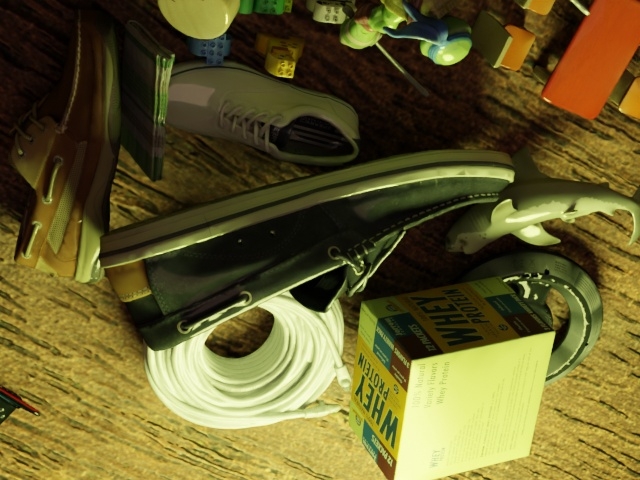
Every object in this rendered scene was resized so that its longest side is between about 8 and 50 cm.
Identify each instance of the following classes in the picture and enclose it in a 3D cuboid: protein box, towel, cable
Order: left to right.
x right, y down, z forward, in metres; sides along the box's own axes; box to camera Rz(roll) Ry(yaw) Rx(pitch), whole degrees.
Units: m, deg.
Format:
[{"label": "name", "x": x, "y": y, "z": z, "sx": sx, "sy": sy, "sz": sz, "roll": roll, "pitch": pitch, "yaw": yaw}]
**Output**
[{"label": "towel", "x": -0.193, "y": -0.155, "z": 1.355, "sx": 0.023, "sy": 0.113, "sz": 0.152, "roll": -8, "pitch": 123, "yaw": -26}, {"label": "cable", "x": -0.097, "y": 0.121, "z": 1.545, "sx": 0.257, "sy": 0.089, "sz": 0.257, "roll": -11, "pitch": 120, "yaw": -8}, {"label": "protein box", "x": 0.159, "y": 0.175, "z": 1.540, "sx": 0.201, "sy": 0.136, "sz": 0.200, "roll": -9, "pitch": 123, "yaw": -23}]

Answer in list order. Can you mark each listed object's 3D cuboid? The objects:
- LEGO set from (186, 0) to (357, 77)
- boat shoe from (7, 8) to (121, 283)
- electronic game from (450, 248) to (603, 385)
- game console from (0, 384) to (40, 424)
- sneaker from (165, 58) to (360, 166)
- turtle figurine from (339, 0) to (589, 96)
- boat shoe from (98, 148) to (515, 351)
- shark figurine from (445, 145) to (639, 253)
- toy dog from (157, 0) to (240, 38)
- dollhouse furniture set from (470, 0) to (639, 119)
[{"label": "LEGO set", "x": -0.066, "y": -0.228, "z": 1.353, "sx": 0.227, "sy": 0.093, "sz": 0.087, "roll": 2, "pitch": 118, "yaw": -15}, {"label": "boat shoe", "x": -0.287, "y": -0.095, "z": 1.360, "sx": 0.120, "sy": 0.122, "sz": 0.324, "roll": 4, "pitch": 117, "yaw": -13}, {"label": "electronic game", "x": 0.268, "y": 0.111, "z": 1.652, "sx": 0.229, "sy": 0.048, "sz": 0.229, "roll": -2, "pitch": 120, "yaw": -3}, {"label": "game console", "x": -0.438, "y": 0.198, "z": 1.505, "sx": 0.124, "sy": 0.085, "sz": 0.144, "roll": -44, "pitch": 119, "yaw": 12}, {"label": "sneaker", "x": -0.070, "y": -0.145, "z": 1.400, "sx": 0.258, "sy": 0.091, "sz": 0.094, "roll": 7, "pitch": 117, "yaw": -17}, {"label": "turtle figurine", "x": 0.098, "y": -0.299, "z": 1.310, "sx": 0.198, "sy": 0.266, "sz": 0.274, "roll": -30, "pitch": 172, "yaw": 41}, {"label": "boat shoe", "x": 0.000, "y": 0.000, "z": 1.404, "sx": 0.500, "sy": 0.187, "sz": 0.156, "roll": -17, "pitch": 94, "yaw": -19}, {"label": "shark figurine", "x": 0.292, "y": -0.065, "z": 1.536, "sx": 0.278, "sy": 0.116, "sz": 0.166, "roll": -8, "pitch": 154, "yaw": 0}, {"label": "toy dog", "x": -0.112, "y": -0.363, "z": 1.184, "sx": 0.161, "sy": 0.220, "sz": 0.334, "roll": 22, "pitch": 125, "yaw": -4}, {"label": "dollhouse furniture set", "x": 0.347, "y": -0.263, "z": 1.411, "sx": 0.262, "sy": 0.135, "sz": 0.259, "roll": 17, "pitch": 113, "yaw": -22}]
